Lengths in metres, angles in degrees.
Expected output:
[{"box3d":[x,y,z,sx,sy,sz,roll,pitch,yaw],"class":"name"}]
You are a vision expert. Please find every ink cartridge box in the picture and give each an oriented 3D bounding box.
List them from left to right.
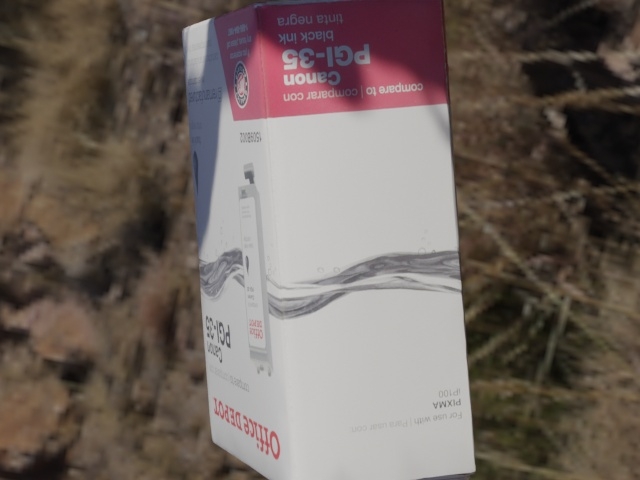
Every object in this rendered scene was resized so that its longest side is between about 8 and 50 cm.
[{"box3d":[0.000,0.000,1.042,0.207,0.117,0.283,-172,77,-73],"class":"ink cartridge box"}]
